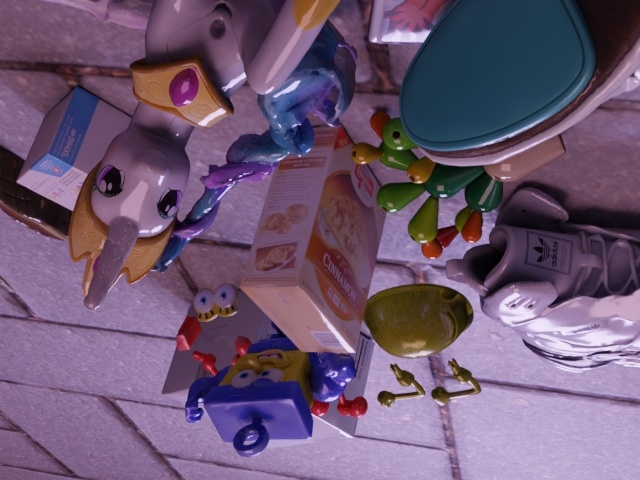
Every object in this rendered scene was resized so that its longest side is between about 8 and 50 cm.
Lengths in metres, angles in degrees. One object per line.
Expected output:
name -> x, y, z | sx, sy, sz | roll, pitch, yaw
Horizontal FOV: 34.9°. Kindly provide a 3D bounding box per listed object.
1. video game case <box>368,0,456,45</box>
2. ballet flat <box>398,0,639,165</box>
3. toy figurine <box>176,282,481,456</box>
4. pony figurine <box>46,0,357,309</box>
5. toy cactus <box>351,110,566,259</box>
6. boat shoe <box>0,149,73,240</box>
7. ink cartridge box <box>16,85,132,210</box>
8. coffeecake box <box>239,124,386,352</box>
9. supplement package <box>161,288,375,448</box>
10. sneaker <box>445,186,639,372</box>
video game case -> 0.135, -0.208, 0.735 | 0.183, 0.023, 0.201 | 3, 152, -2
ballet flat -> 0.205, -0.164, 0.675 | 0.139, 0.139, 0.400 | 24, 144, -17
toy figurine -> -0.017, 0.177, 1.125 | 0.363, 0.217, 0.191 | -4, 118, 21
pony figurine -> -0.074, -0.172, 0.658 | 0.303, 0.351, 0.363 | 19, 133, -16
toy cactus -> 0.138, -0.071, 0.962 | 0.181, 0.112, 0.219 | -20, 138, 18
boat shoe -> -0.365, -0.049, 1.238 | 0.060, 0.064, 0.178 | -9, 147, 33
ink cartridge box -> -0.232, -0.080, 1.095 | 0.143, 0.090, 0.092 | 30, 148, -26
coffeecake box -> 0.000, 0.000, 1.033 | 0.068, 0.185, 0.142 | -2, 148, 27
supplement package -> -0.072, 0.180, 1.429 | 0.203, 0.149, 0.194 | 34, 146, -30
sneaker -> 0.300, 0.037, 1.012 | 0.210, 0.137, 0.366 | 28, 152, -30
